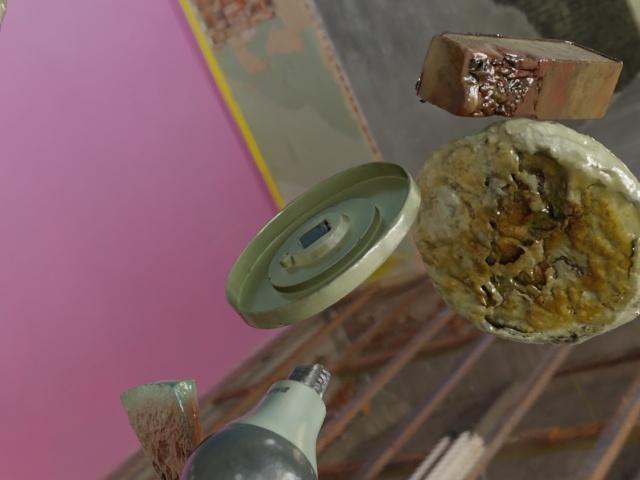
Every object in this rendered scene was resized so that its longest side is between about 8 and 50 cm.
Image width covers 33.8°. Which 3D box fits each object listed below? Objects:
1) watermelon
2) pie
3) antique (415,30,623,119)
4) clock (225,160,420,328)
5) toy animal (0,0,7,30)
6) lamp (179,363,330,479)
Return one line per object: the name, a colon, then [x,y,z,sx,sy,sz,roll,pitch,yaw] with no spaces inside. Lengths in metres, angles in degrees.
watermelon: [-0.202,0.323,1.591,0.094,0.241,0.154,-13,173,-36]
pie: [0.270,-0.003,1.344,0.339,0.339,0.077,-19,-161,34]
antique: [0.257,-0.207,1.344,0.310,0.087,0.093,-7,-149,-44]
clock: [0.000,0.000,1.099,0.235,0.029,0.235,-32,-157,16]
toy animal: [-0.419,-0.249,1.006,0.226,0.358,0.188,-36,161,-14]
lamp: [-0.086,0.290,1.419,0.182,0.182,0.314,-21,-151,20]
